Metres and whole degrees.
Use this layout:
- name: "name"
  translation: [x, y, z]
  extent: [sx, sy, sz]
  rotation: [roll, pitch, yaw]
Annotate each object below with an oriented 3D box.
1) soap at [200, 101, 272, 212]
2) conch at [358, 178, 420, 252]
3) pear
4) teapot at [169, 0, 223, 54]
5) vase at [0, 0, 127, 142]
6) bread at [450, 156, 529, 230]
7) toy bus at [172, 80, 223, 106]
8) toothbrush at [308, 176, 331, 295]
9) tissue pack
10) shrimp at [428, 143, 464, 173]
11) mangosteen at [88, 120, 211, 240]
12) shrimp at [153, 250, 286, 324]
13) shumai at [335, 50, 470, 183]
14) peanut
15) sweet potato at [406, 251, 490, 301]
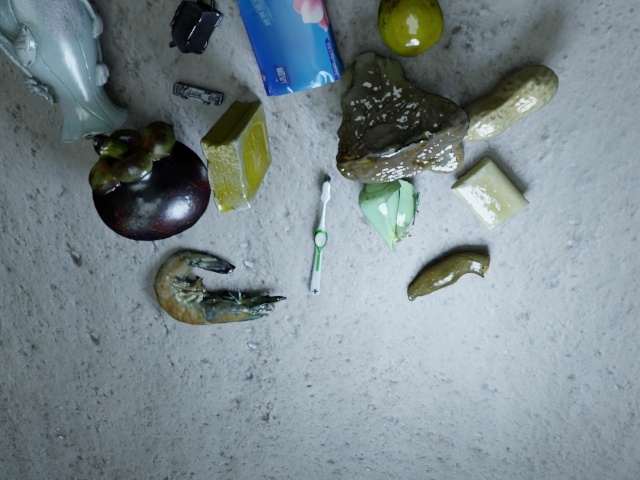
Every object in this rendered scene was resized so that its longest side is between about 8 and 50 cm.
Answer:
- name: "soap"
  translation: [-0.202, -0.220, 1.411]
  extent: [0.091, 0.315, 0.199]
  rotation: [-4, 118, 9]
- name: "conch"
  translation: [0.207, -0.085, 1.558]
  extent: [0.137, 0.143, 0.250]
  rotation: [7, 148, 53]
- name: "pear"
  translation: [0.207, -0.509, 1.291]
  extent: [0.149, 0.149, 0.162]
  rotation: [-26, 119, 20]
- name: "teapot"
  translation: [-0.321, -0.541, 1.375]
  extent: [0.096, 0.087, 0.177]
  rotation: [44, 118, 7]
- name: "vase"
  translation: [-0.644, -0.468, 1.374]
  extent: [0.250, 0.250, 0.445]
  rotation: [-8, 123, 11]
- name: "bread"
  translation: [0.465, -0.128, 1.534]
  extent: [0.139, 0.060, 0.178]
  rotation: [-37, 110, 23]
- name: "toy bus"
  translation: [-0.325, -0.390, 1.477]
  extent: [0.131, 0.052, 0.037]
  rotation: [13, 116, -3]
- name: "toothbrush"
  translation: [0.000, 0.003, 1.678]
  extent: [0.042, 0.040, 0.418]
  rotation: [7, 121, 0]
- name: "tissue pack"
  translation: [-0.076, -0.497, 1.325]
  extent: [0.209, 0.137, 0.269]
  rotation: [-7, 125, 17]
- name: "shrimp"
  translation: [0.294, -0.265, 1.487]
  extent: [0.126, 0.047, 0.223]
  rotation: [-28, 115, 32]
- name: "mangosteen"
  translation: [-0.455, -0.153, 1.491]
  extent: [0.330, 0.330, 0.330]
  rotation: [3, 121, 5]
- name: "shrimp"
  translation: [-0.327, 0.156, 1.792]
  extent: [0.445, 0.085, 0.272]
  rotation: [2, 115, 10]
- name: "shumai"
  translation: [0.175, -0.311, 1.404]
  extent: [0.346, 0.217, 0.283]
  rotation: [-26, 72, 19]
- name: "peanut"
  translation: [0.450, -0.338, 1.379]
  extent: [0.274, 0.125, 0.111]
  rotation: [-30, 126, 29]
- name: "sweet potato"
  translation: [0.377, 0.111, 1.672]
  extent: [0.286, 0.085, 0.112]
  rotation: [-33, 116, 23]
